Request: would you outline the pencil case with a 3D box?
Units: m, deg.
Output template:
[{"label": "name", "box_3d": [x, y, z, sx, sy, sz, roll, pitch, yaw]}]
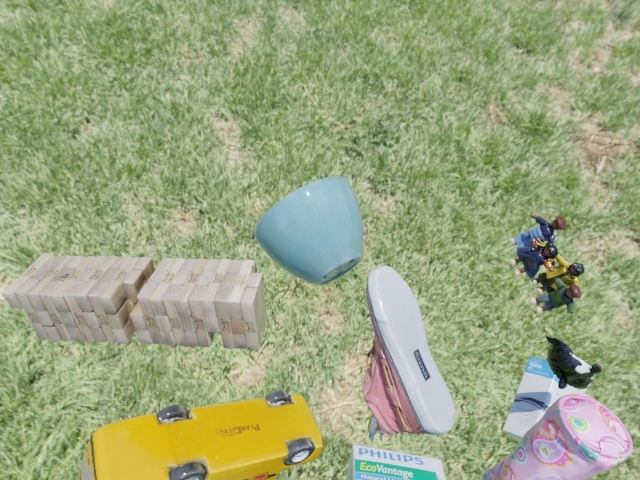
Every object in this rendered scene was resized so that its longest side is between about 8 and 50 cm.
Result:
[{"label": "pencil case", "box_3d": [0.387, 0.387, 0.745, 0.124, 0.284, 0.124, 14, 33, -9]}]

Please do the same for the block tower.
[{"label": "block tower", "box_3d": [-0.244, 0.084, 0.614, 0.334, 0.097, 0.091, 3, 34, 6]}]

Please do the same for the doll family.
[{"label": "doll family", "box_3d": [0.428, 0.040, 0.817, 0.075, 0.111, 0.193, -17, 72, -31]}]

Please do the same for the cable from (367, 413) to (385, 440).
[{"label": "cable", "box_3d": [0.240, 0.653, 1.764, 0.072, 0.139, 0.288, 11, 69, -23]}]

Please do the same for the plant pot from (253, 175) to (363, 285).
[{"label": "plant pot", "box_3d": [0.000, 0.000, 1.141, 0.290, 0.290, 0.196, -25, 73, -21]}]

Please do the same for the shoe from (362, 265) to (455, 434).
[{"label": "shoe", "box_3d": [0.073, 0.122, 0.473, 0.063, 0.081, 0.178, -11, 77, -45]}]

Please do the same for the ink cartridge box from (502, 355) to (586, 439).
[{"label": "ink cartridge box", "box_3d": [0.843, 0.632, 1.641, 0.223, 0.129, 0.308, 40, 70, -25]}]

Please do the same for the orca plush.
[{"label": "orca plush", "box_3d": [0.745, 0.396, 1.305, 0.151, 0.287, 0.102, 9, 63, 35]}]

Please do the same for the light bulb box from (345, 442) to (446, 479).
[{"label": "light bulb box", "box_3d": [0.148, 0.715, 0.933, 0.225, 0.358, 0.361, 10, 15, 2]}]

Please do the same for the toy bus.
[{"label": "toy bus", "box_3d": [-0.160, 0.320, 0.651, 0.332, 0.130, 0.108, 7, 31, -38]}]
